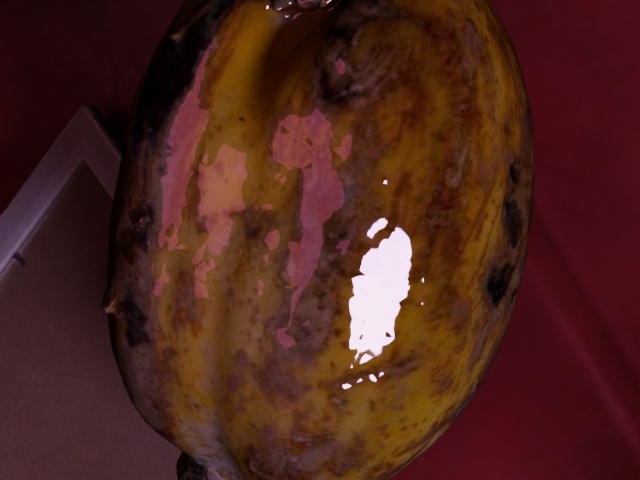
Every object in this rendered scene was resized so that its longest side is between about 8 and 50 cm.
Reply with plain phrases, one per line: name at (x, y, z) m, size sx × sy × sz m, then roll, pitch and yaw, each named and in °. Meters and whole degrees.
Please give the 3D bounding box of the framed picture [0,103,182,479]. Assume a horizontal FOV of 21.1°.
framed picture at (-0.096, 0.116, 0.634) m, size 0.274 × 0.017 × 0.217 m, roll -46°, pitch 69°, yaw 32°

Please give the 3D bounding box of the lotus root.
lotus root at (0.000, 0.000, 0.495) m, size 0.120 × 0.120 × 0.209 m, roll 22°, pitch 111°, yaw 31°
